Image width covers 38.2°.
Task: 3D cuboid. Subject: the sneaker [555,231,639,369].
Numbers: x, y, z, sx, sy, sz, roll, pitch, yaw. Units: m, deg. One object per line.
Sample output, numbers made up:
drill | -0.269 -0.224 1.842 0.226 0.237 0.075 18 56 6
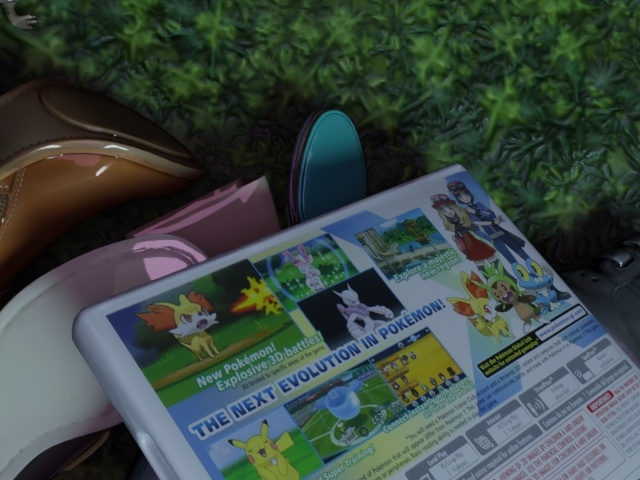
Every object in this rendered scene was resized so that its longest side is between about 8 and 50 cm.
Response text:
sneaker | 0.192 0.044 0.750 0.295 0.104 0.147 29 65 2

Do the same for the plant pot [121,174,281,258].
plant pot | -0.078 0.017 0.702 0.109 0.109 0.096 -27 98 -11

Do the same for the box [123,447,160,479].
box | -0.050 0.326 0.614 0.293 0.212 0.395 26 79 -5

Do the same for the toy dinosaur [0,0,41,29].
toy dinosaur | -0.247 -0.220 0.735 0.183 0.053 0.093 -8 69 -17

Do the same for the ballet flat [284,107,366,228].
ballet flat | 0.000 0.000 0.730 0.074 0.074 0.203 -6 87 -10

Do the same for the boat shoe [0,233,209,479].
boat shoe | -0.188 0.102 0.636 0.305 0.091 0.109 -41 88 6

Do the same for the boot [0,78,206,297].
boot | -0.225 0.002 0.664 0.109 0.283 0.220 37 112 25

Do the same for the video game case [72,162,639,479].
video game case | 0.067 0.108 0.563 0.329 0.036 0.300 -22 66 -37
